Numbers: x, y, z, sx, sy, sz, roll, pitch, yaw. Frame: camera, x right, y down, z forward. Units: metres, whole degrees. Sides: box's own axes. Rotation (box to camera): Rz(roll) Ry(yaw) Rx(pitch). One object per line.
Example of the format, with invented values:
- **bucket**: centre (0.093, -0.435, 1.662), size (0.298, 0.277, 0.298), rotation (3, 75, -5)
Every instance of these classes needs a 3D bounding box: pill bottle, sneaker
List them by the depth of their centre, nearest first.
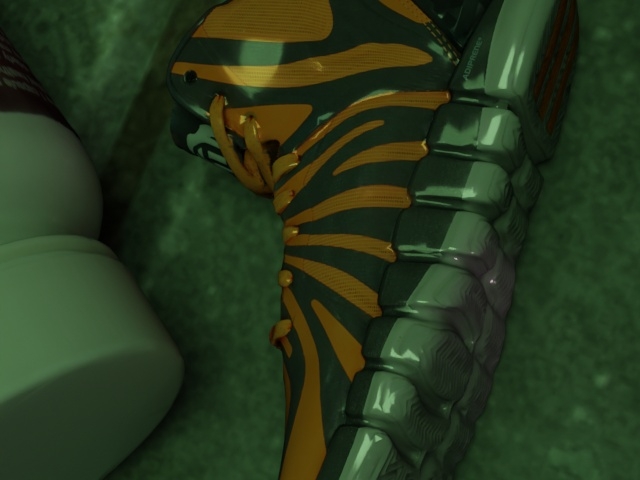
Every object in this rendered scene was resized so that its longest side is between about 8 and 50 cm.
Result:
- **sneaker**: centre (0.000, 0.000, 0.751), size (0.180, 0.124, 0.321), rotation (13, 70, 21)
- **pill bottle**: centre (-0.248, -0.042, 0.756), size (0.224, 0.224, 0.392), rotation (-38, 71, 3)
